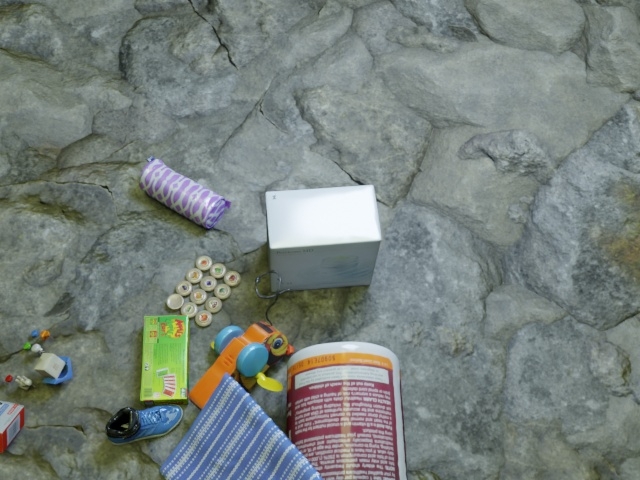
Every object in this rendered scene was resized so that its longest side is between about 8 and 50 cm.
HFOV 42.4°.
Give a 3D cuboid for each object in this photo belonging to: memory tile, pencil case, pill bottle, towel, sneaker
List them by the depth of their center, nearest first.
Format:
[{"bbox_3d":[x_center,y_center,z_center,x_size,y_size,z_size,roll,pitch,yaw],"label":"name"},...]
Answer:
[{"bbox_3d":[-0.145,0.433,1.481,0.336,0.040,0.243,40,99,38],"label":"towel"},{"bbox_3d":[0.047,0.406,1.528,0.224,0.224,0.392,1,62,-3],"label":"pill bottle"},{"bbox_3d":[-0.345,0.353,1.613,0.152,0.084,0.058,-15,64,-11],"label":"sneaker"},{"bbox_3d":[-0.253,0.108,1.788,0.113,0.012,0.148,29,65,12],"label":"memory tile"},{"bbox_3d":[-0.312,-0.107,1.863,0.206,0.086,0.088,32,38,12],"label":"pencil case"}]

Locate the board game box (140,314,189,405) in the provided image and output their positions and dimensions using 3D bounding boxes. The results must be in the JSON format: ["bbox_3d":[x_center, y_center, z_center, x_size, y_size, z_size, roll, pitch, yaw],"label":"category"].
[{"bbox_3d":[-0.317,0.245,1.694,0.092,0.043,0.181,-1,63,-4],"label":"board game box"}]

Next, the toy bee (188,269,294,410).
[{"bbox_3d":[-0.123,0.233,1.662,0.298,0.162,0.195,-41,51,11],"label":"toy bee"}]

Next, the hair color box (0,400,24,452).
[{"bbox_3d":[-0.672,0.346,1.594,0.167,0.053,0.093,11,25,3],"label":"hair color box"}]

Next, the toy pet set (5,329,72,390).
[{"bbox_3d":[-0.560,0.252,1.683,0.114,0.065,0.122,-2,52,36],"label":"toy pet set"}]

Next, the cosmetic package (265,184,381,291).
[{"bbox_3d":[0.000,0.000,1.738,0.224,0.224,0.138,-4,62,-5],"label":"cosmetic package"}]
